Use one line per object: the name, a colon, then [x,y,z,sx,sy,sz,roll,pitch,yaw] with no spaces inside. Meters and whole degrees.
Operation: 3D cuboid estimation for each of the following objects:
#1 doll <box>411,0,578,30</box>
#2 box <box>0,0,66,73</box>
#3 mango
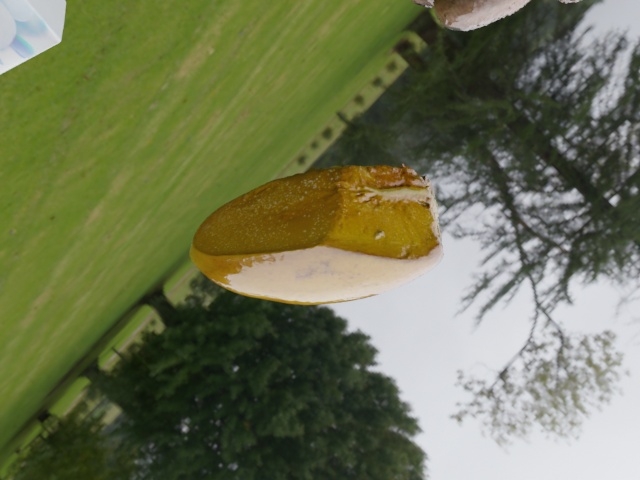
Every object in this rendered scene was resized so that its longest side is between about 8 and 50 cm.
doll: [0.232,-0.336,0.774,0.303,0.201,0.156,-31,145,-10]
box: [-0.462,-0.269,0.845,0.274,0.203,0.116,-23,-132,12]
mango: [0.000,0.000,1.013,0.350,0.199,0.201,-12,-157,-2]
